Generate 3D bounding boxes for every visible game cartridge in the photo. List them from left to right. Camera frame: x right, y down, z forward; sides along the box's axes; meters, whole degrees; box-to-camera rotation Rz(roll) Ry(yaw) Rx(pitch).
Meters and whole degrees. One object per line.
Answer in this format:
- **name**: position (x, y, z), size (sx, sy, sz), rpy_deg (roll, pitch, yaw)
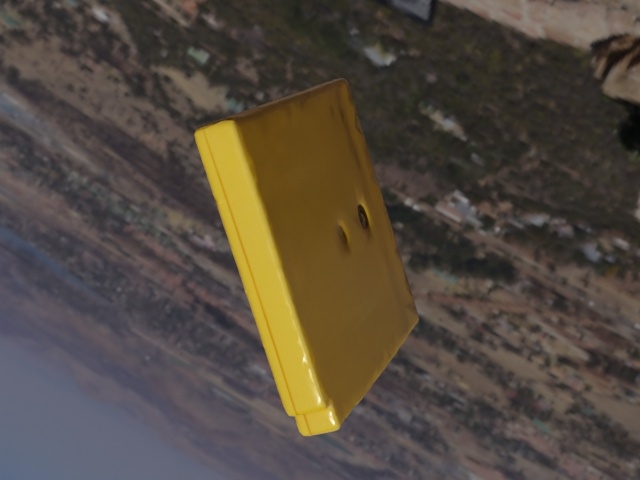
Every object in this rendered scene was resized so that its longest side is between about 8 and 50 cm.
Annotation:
- **game cartridge**: position (0.000, 0.000, 1.032), size (0.053, 0.285, 0.324), rpy_deg (-14, -171, 23)
